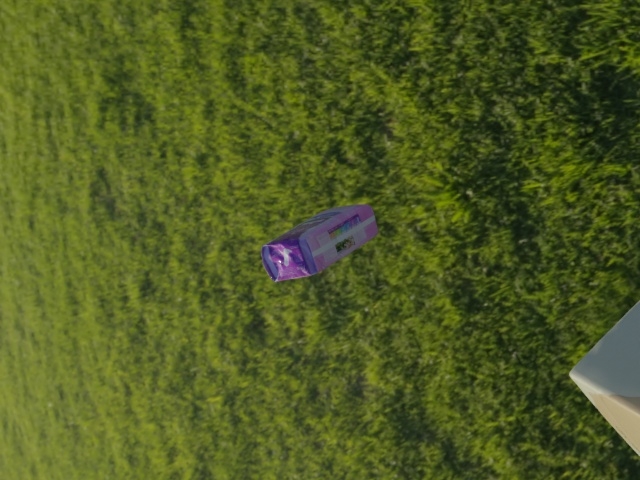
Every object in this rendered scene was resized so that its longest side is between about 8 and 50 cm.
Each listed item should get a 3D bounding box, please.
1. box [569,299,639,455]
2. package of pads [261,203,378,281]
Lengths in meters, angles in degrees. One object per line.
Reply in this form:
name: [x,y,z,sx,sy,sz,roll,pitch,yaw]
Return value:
box: [0.341,0.148,0.566,0.148,0.121,0.311,47,178,-9]
package of pads: [0.000,0.000,0.558,0.050,0.083,0.032,-13,103,42]
